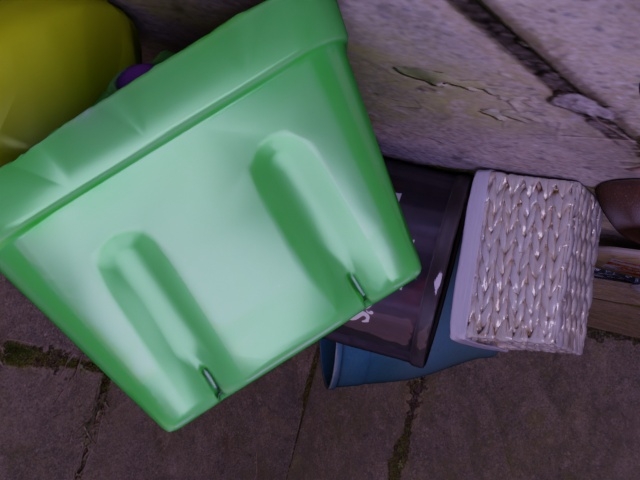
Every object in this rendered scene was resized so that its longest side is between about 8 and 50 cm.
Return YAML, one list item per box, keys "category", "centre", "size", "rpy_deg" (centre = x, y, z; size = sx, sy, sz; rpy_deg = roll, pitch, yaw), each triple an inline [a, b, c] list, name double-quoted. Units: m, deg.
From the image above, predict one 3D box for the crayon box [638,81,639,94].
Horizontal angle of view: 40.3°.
- category: "crayon box"
  centre: [0.199, -0.024, 0.146]
  size: [0.202, 0.081, 0.318]
  rpy_deg: [15, -164, 2]

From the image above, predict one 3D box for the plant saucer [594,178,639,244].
- category: "plant saucer"
  centre: [0.338, -0.009, 0.764]
  size: [0.199, 0.036, 0.198]
  rpy_deg: [15, 176, 1]

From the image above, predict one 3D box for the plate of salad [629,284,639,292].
- category: "plate of salad"
  centre: [0.560, 0.099, 1.292]
  size: [0.200, 0.048, 0.200]
  rpy_deg: [15, 176, 1]

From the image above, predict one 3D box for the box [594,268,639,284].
- category: "box"
  centre: [0.413, 0.044, 1.270]
  size: [0.067, 0.018, 0.083]
  rpy_deg: [18, 175, -37]

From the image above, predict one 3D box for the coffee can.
- category: "coffee can"
  centre: [0.000, 0.000, 0.909]
  size: [0.276, 0.201, 0.201]
  rpy_deg: [14, 175, 11]

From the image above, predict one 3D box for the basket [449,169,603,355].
- category: "basket"
  centre: [0.200, 0.026, 0.834]
  size: [0.103, 0.167, 0.113]
  rpy_deg: [6, 172, 33]

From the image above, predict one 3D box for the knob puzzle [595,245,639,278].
- category: "knob puzzle"
  centre: [0.399, 0.025, 1.012]
  size: [0.213, 0.029, 0.213]
  rpy_deg: [15, 176, 1]

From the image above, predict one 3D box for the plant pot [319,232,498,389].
- category: "plant pot"
  centre: [0.135, 0.087, 1.303]
  size: [0.256, 0.271, 0.271]
  rpy_deg: [1, 177, -6]

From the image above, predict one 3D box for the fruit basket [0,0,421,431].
- category: "fruit basket"
  centre: [-0.125, -0.069, 0.614]
  size: [0.392, 0.283, 0.392]
  rpy_deg: [58, 177, 5]
